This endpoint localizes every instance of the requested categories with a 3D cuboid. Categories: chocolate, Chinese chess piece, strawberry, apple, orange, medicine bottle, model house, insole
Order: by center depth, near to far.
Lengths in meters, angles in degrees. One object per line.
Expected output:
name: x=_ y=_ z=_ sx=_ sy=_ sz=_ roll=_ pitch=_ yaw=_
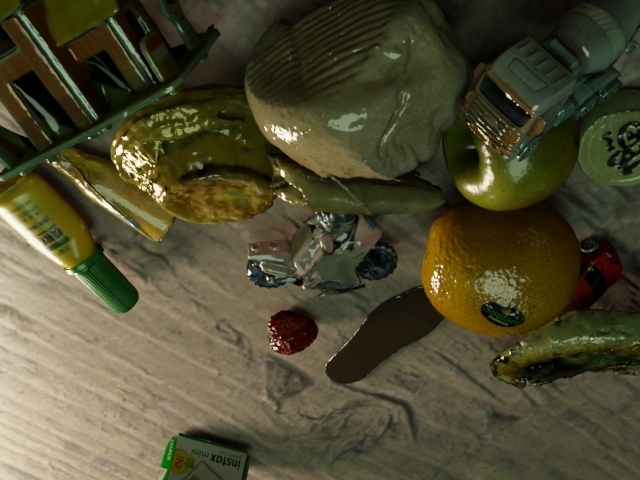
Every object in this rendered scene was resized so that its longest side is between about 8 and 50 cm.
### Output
model house: x=-0.356 y=-0.257 z=1.046 sx=0.300 sy=0.340 sz=0.323 roll=-23 pitch=114 yaw=23
apple: x=0.256 y=-0.136 z=1.185 sx=0.157 sy=0.196 sz=0.196 roll=-22 pitch=137 yaw=-21
Chinese chess piece: x=0.426 y=-0.142 z=1.240 sx=0.144 sy=0.058 sz=0.144 roll=4 pitch=132 yaw=4
orange: x=0.268 y=0.036 z=1.318 sx=0.236 sy=0.236 sz=0.236 roll=3 pitch=133 yaw=4
chocolate: x=-0.325 y=-0.083 z=1.379 sx=0.219 sy=0.085 sz=0.085 roll=32 pitch=128 yaw=-16
medicine bottle: x=-0.414 y=0.009 z=1.470 sx=0.111 sy=0.076 sz=0.309 roll=-16 pitch=130 yaw=30
strawberry: x=-0.050 y=0.165 z=1.570 sx=0.096 sy=0.083 sz=0.083 roll=-12 pitch=141 yaw=-30
insole: x=0.115 y=0.175 z=1.604 sx=0.111 sy=0.007 sz=0.328 roll=31 pitch=129 yaw=-18

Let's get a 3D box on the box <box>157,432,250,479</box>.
box: x=-0.256 y=0.536 z=1.820 sx=0.180 sy=0.250 sz=0.103 roll=17 pitch=148 yaw=-12

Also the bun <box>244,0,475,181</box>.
bun: x=0.057 y=-0.186 z=1.113 sx=0.282 sy=0.281 sz=0.205 roll=-23 pitch=133 yaw=25

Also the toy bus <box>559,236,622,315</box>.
toy bus: x=0.386 y=0.072 z=1.420 sx=0.195 sy=0.089 sz=0.081 roll=-21 pitch=127 yaw=24

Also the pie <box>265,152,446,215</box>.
pie: x=0.054 y=-0.078 z=1.231 sx=0.283 sy=0.128 sz=0.068 roll=-2 pitch=120 yaw=-38

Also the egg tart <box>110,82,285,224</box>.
egg tart: x=-0.148 y=-0.104 z=1.248 sx=0.294 sy=0.123 sz=0.294 roll=-6 pitch=154 yaw=-3

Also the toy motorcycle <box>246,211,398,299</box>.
toy motorcycle: x=-0.001 y=-0.004 z=1.392 sx=0.239 sy=0.108 sz=0.204 roll=-16 pitch=138 yaw=-12

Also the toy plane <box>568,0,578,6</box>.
toy plane: x=0.320 y=-0.359 z=1.047 sx=0.162 sy=0.065 sz=0.171 roll=20 pitch=129 yaw=-14

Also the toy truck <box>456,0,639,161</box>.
toy truck: x=0.286 y=-0.209 z=1.035 sx=0.108 sy=0.257 sz=0.140 roll=48 pitch=150 yaw=15

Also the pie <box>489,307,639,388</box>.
pie: x=0.465 y=0.182 z=1.458 sx=0.372 sy=0.078 sz=0.296 roll=-6 pitch=155 yaw=10
